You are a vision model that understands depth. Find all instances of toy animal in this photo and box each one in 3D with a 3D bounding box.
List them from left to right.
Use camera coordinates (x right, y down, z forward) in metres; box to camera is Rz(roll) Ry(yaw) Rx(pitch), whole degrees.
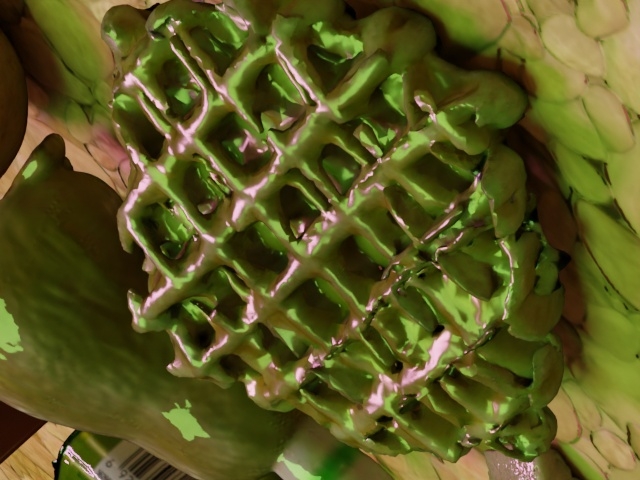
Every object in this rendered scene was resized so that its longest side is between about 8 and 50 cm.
[{"bbox_3d":[-0.081,0.072,1.279,0.363,0.180,0.181,27,165,-10],"label":"toy animal"}]

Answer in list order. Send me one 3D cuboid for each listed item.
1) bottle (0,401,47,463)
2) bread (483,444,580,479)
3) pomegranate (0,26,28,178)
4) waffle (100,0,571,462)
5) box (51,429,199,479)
[{"bbox_3d":[-0.271,0.106,1.405,0.144,0.336,0.144,36,153,22],"label":"bottle"},{"bbox_3d":[0.173,0.196,1.204,0.077,0.105,0.152,-13,86,63],"label":"bread"},{"bbox_3d":[-0.291,-0.100,1.324,0.191,0.191,0.191,37,154,21],"label":"pomegranate"},{"bbox_3d":[0.000,0.000,1.048,0.297,0.073,0.317,16,130,31],"label":"waffle"},{"bbox_3d":[-0.089,0.291,1.692,0.345,0.097,0.134,40,147,16],"label":"box"}]
